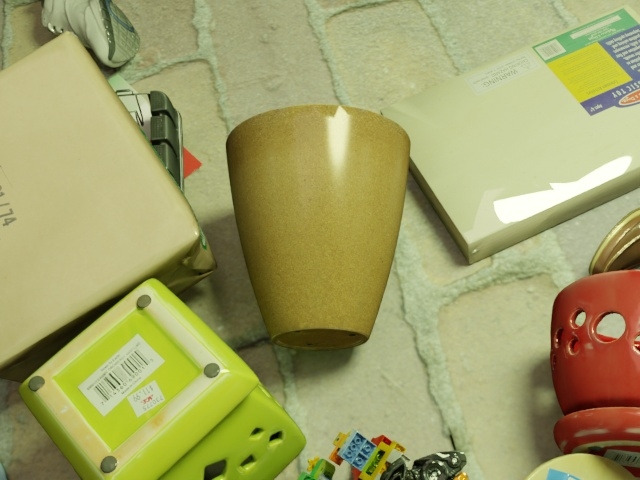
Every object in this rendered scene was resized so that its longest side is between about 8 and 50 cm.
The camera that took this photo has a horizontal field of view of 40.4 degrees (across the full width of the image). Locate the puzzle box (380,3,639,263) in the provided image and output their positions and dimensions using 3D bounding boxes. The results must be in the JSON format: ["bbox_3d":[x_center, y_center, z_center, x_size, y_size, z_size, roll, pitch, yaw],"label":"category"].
[{"bbox_3d":[0.322,-0.158,1.197,0.408,0.052,0.272,-24,53,-5],"label":"puzzle box"}]

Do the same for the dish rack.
[{"bbox_3d":[-0.334,-0.115,1.234,0.271,0.074,0.208,-5,61,-2],"label":"dish rack"}]

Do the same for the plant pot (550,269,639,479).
[{"bbox_3d":[0.332,0.145,0.898,0.191,0.191,0.174,4,59,15],"label":"plant pot"}]

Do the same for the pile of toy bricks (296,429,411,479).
[{"bbox_3d":[-0.010,0.286,0.944,0.212,0.118,0.105,-56,23,-13],"label":"pile of toy bricks"}]

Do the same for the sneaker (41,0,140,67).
[{"bbox_3d":[-0.406,-0.378,1.501,0.129,0.111,0.297,-38,51,5],"label":"sneaker"}]

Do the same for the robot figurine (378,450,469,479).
[{"bbox_3d":[0.087,0.347,0.856,0.291,0.085,0.211,-37,76,-14],"label":"robot figurine"}]

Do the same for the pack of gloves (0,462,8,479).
[{"bbox_3d":[-0.448,0.364,1.008,0.195,0.046,0.232,-27,54,-8],"label":"pack of gloves"}]

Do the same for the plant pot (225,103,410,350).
[{"bbox_3d":[0.000,0.000,1.075,0.237,0.237,0.254,-5,71,9],"label":"plant pot"}]

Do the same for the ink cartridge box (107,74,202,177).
[{"bbox_3d":[-0.317,-0.136,1.327,0.181,0.056,0.224,-39,55,-14],"label":"ink cartridge box"}]

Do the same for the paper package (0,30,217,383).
[{"bbox_3d":[-0.338,-0.034,1.069,0.309,0.168,0.325,-33,76,-6],"label":"paper package"}]

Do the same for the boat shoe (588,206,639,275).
[{"bbox_3d":[0.405,-0.006,1.064,0.178,0.064,0.060,-35,53,-15],"label":"boat shoe"}]

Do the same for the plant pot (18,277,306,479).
[{"bbox_3d":[-0.182,0.192,0.970,0.228,0.207,0.227,-41,57,-15],"label":"plant pot"}]

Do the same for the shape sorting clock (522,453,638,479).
[{"bbox_3d":[0.247,0.309,0.830,0.206,0.206,0.040,-50,17,-22],"label":"shape sorting clock"}]
